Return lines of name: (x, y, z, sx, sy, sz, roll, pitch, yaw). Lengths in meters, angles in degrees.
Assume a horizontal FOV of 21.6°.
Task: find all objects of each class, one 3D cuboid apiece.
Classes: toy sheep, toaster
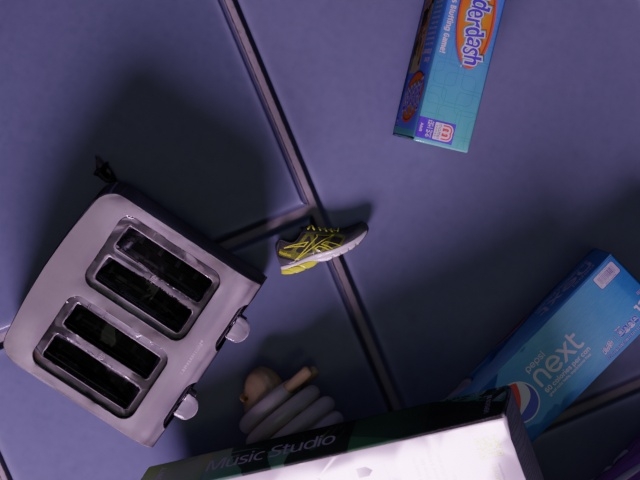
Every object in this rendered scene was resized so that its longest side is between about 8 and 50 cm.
toy sheep: (-0.017, 0.160, 1.398, 0.091, 0.091, 0.132, -39, 79, 1)
toaster: (-0.156, 0.052, 1.367, 0.185, 0.110, 0.168, 34, 92, -5)

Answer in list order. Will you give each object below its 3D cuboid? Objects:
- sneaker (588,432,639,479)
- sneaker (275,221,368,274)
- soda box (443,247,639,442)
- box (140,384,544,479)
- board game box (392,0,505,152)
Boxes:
sneaker: (0.239, 0.241, 1.416, 0.282, 0.161, 0.102, -29, 102, 32)
sneaker: (0.000, 0.000, 1.411, 0.083, 0.031, 0.035, -25, 96, -1)
soda box: (0.187, 0.104, 1.411, 0.210, 0.071, 0.067, -45, 95, 1)
box: (0.035, 0.260, 1.353, 0.322, 0.058, 0.232, -15, 109, 16)
board game box: (0.110, -0.178, 1.337, 0.047, 0.160, 0.210, 14, 95, -5)
